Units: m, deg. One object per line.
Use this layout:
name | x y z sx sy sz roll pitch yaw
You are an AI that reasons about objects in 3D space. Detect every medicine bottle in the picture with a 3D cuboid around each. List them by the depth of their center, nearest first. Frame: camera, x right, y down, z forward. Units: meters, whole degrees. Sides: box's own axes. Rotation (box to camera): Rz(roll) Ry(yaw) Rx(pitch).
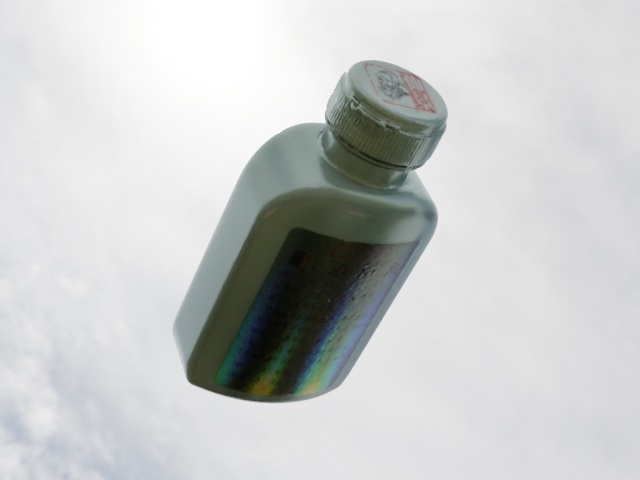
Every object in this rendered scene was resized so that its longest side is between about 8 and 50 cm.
medicine bottle | 0.000 0.000 0.657 0.121 0.083 0.228 6 -49 -29
